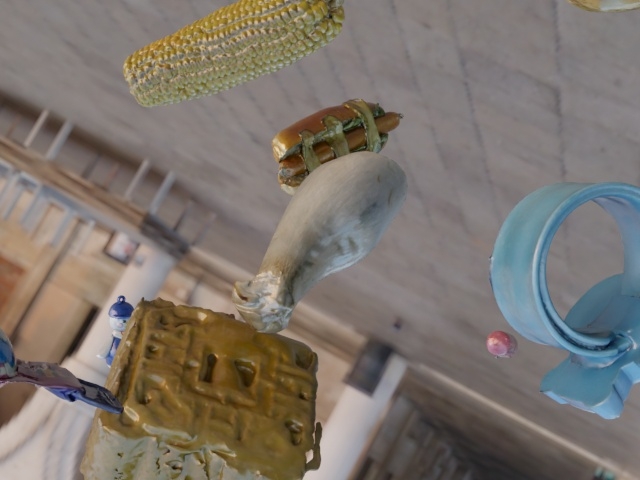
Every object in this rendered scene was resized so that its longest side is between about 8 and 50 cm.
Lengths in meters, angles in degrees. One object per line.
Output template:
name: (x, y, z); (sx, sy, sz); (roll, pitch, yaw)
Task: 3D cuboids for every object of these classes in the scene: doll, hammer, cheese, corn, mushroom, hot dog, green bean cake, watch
doll: (-0.311, 0.155, 1.995); (0.099, 0.143, 0.057); (-12, -162, -38)
hammer: (0.280, 0.161, 1.941); (0.043, 0.043, 0.083); (26, 180, 20)
cheese: (-0.277, 0.095, 1.031); (0.244, 0.062, 0.155); (21, -178, -24)
corn: (-0.101, -0.244, 1.565); (0.101, 0.310, 0.101); (58, -161, -32)
mushroom: (0.000, 0.000, 1.298); (0.093, 0.225, 0.116); (14, 139, 40)
hot dog: (0.025, -0.145, 1.879); (0.072, 0.269, 0.109); (5, 115, 45)
green bean cake: (-0.115, 0.179, 1.297); (0.224, 0.131, 0.230); (17, -143, -9)
watch: (0.260, 0.044, 1.219); (0.193, 0.211, 0.211); (49, 166, -16)

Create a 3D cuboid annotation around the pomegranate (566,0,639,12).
pomegranate: (0.405, -0.414, 1.700); (0.215, 0.215, 0.215); (28, 172, 4)
